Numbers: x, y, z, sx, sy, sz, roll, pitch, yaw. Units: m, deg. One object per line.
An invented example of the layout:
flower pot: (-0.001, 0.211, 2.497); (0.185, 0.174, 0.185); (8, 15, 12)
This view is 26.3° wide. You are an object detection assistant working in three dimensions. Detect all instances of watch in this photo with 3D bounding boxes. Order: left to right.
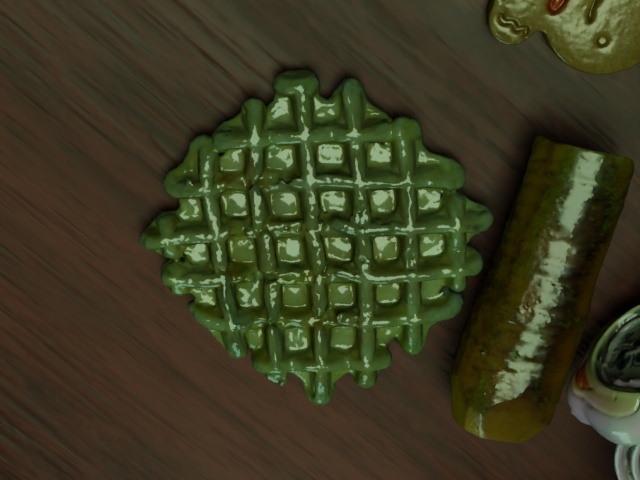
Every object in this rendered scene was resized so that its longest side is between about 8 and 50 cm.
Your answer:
watch: (0.387, 0.148, 1.319); (0.248, 0.211, 0.217); (-32, 116, 27)

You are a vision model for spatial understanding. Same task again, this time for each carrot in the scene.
carrot: (0.206, 0.046, 1.306); (0.114, 0.114, 0.302); (15, 105, -8)

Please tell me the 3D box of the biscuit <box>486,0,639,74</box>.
biscuit: (0.230, -0.234, 1.243); (0.225, 0.036, 0.166); (35, 103, -14)

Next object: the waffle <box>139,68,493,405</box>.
waffle: (0.000, 0.000, 1.307); (0.292, 0.056, 0.309); (-43, 105, 13)
